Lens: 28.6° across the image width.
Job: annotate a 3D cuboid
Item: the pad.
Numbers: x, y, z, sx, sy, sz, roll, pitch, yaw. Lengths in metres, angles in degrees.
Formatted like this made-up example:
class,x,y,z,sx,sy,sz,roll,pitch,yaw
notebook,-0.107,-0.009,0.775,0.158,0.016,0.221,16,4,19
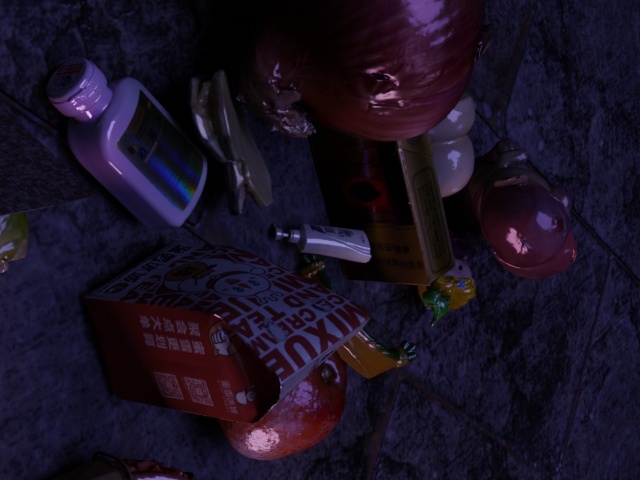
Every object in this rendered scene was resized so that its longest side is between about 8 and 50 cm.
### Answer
class,x,y,z,sx,sy,sz,roll,pitch,yaw
pad,-0.339,-0.097,1.184,0.158,0.235,0.003,-16,139,-50

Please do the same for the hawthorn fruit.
class,x,y,z,sx,sy,sz,roll,pitch,yaw
hawthorn fruit,-0.051,0.189,1.577,0.173,0.173,0.172,-4,95,-51

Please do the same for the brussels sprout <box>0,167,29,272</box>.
class,x,y,z,sx,sy,sz,roll,pitch,yaw
brussels sprout,-0.359,-0.027,1.201,0.152,0.149,0.122,-4,95,-41

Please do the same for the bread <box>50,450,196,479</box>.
class,x,y,z,sx,sy,sz,roll,pitch,yaw
bread,-0.214,0.349,1.403,0.212,0.142,0.224,-1,94,-32

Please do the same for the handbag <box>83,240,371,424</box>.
class,x,y,z,sx,sy,sz,roll,pitch,yaw
handbag,-0.101,0.096,1.409,0.171,0.298,0.151,-35,118,-45

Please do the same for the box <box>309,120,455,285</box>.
class,x,y,z,sx,sy,sz,roll,pitch,yaw
box,0.085,-0.060,1.744,0.071,0.159,0.240,-35,120,-43

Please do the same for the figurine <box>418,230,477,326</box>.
class,x,y,z,sx,sy,sz,roll,pitch,yaw
figurine,0.194,0.076,1.948,0.156,0.095,0.115,-71,163,-46

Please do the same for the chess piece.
class,x,y,z,sx,sy,sz,roll,pitch,yaw
chess piece,0.157,-0.209,1.842,0.167,0.167,0.299,-26,119,-48

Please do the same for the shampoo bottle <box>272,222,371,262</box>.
class,x,y,z,sx,sy,sz,roll,pitch,yaw
shampoo bottle,0.000,0.000,1.703,0.141,0.034,0.049,8,55,-24

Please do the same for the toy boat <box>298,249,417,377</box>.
class,x,y,z,sx,sy,sz,roll,pitch,yaw
toy boat,0.039,0.107,1.742,0.229,0.089,0.088,45,74,-15

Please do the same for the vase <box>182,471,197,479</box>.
class,x,y,z,sx,sy,sz,roll,pitch,yaw
vase,-0.145,0.388,1.552,0.086,0.086,0.214,-38,116,-43

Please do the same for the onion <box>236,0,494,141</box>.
class,x,y,z,sx,sy,sz,roll,pitch,yaw
onion,0.055,-0.288,1.556,0.354,0.354,0.353,-4,95,-51

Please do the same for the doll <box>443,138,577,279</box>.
class,x,y,z,sx,sy,sz,roll,pitch,yaw
doll,0.304,-0.044,1.940,0.196,0.256,0.152,40,98,-20

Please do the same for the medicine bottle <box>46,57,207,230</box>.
class,x,y,z,sx,sy,sz,roll,pitch,yaw
medicine bottle,-0.219,-0.114,1.424,0.219,0.078,0.115,49,48,-41

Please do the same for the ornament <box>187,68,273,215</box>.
class,x,y,z,sx,sy,sz,roll,pitch,yaw
ornament,-0.114,-0.143,1.537,0.201,0.059,0.180,70,9,-52
